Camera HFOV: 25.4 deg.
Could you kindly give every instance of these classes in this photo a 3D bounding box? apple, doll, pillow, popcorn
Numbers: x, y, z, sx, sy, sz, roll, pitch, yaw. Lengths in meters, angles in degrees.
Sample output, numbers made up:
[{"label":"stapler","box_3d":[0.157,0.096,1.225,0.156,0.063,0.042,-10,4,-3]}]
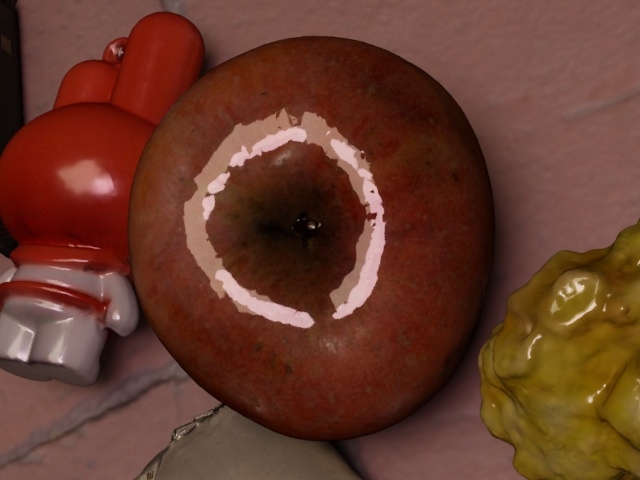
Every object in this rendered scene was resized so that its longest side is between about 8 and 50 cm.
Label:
[{"label":"apple","box_3d":[0.000,0.000,0.907,0.253,0.253,0.254,-9,68,24]},{"label":"doll","box_3d":[-0.166,-0.038,1.059,0.161,0.130,0.290,3,68,30]},{"label":"pillow","box_3d":[-0.031,0.187,0.937,0.134,0.078,0.181,-47,59,4]},{"label":"popcorn","box_3d":[0.186,0.073,0.811,0.197,0.197,0.156,-26,65,17]}]

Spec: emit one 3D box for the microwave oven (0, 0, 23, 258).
[{"label":"microwave oven","box_3d":[-0.355,-0.108,1.150,0.188,0.178,0.247,-18,64,20]}]
